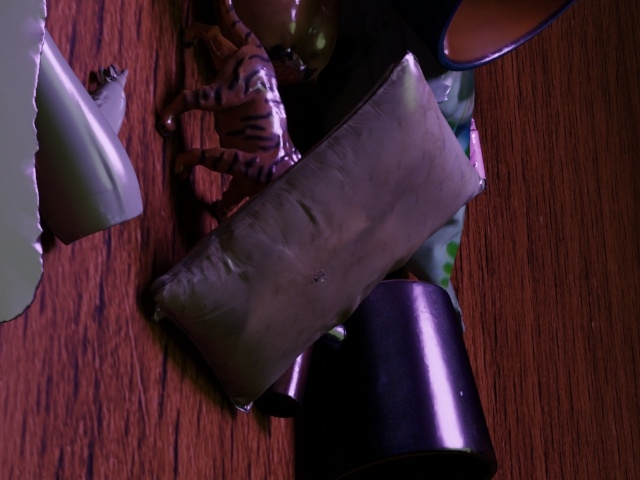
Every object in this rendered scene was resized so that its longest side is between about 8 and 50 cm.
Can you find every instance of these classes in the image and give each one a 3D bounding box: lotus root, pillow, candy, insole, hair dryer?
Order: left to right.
[{"bbox_3d":[-0.227,-0.106,1.278,0.111,0.007,0.328,4,76,-38],"label":"insole"},{"bbox_3d":[-0.185,-0.121,1.429,0.237,0.075,0.206,-65,132,-72],"label":"hair dryer"},{"bbox_3d":[-0.041,-0.237,1.792,0.125,0.118,0.221,52,28,-49],"label":"lotus root"},{"bbox_3d":[0.000,0.000,1.591,0.075,0.302,0.185,38,-13,42],"label":"pillow"},{"bbox_3d":[0.095,-0.098,2.029,0.398,0.172,0.263,68,15,-51],"label":"candy"}]

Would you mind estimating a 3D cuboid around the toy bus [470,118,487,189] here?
[{"bbox_3d":[0.153,-0.097,2.244,0.203,0.063,0.090,177,-97,-88],"label":"toy bus"}]

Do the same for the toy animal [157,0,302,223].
[{"bbox_3d":[-0.070,-0.130,1.647,0.114,0.116,0.255,0,77,-72],"label":"toy animal"}]

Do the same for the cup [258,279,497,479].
[{"bbox_3d":[0.056,0.131,1.763,0.239,0.166,0.177,44,34,-60],"label":"cup"}]

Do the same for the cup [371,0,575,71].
[{"bbox_3d":[0.091,-0.330,1.804,0.292,0.308,0.242,52,-15,18],"label":"cup"}]
